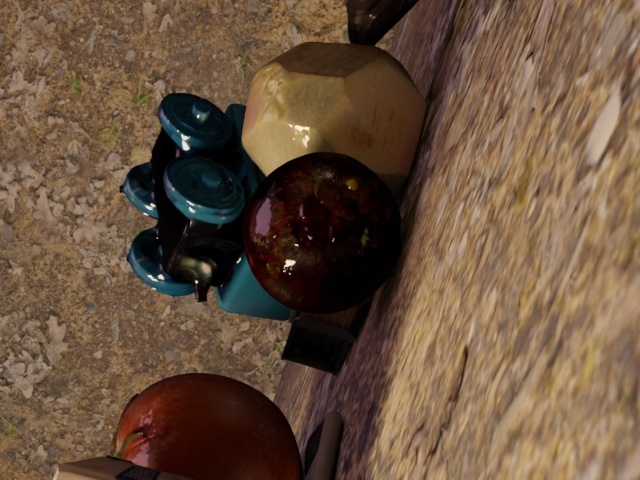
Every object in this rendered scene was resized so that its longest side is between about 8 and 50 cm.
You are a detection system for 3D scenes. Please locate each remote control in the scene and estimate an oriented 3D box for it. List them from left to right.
[{"bbox_3d":[-0.016,0.266,0.820,0.261,0.029,0.067,-74,3,-53],"label":"remote control"}]

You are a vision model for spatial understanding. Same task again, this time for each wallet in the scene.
[{"bbox_3d":[0.117,-0.330,1.072,0.229,0.049,0.182,-47,-6,-7],"label":"wallet"}]

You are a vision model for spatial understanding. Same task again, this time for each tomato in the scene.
[{"bbox_3d":[-0.143,0.297,1.104,0.265,0.264,0.265,-162,90,-88],"label":"tomato"}]

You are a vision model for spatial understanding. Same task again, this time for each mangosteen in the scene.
[{"bbox_3d":[-0.004,-0.003,0.917,0.184,0.172,0.173,-23,46,62],"label":"mangosteen"}]

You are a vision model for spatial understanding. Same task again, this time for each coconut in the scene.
[{"bbox_3d":[0.011,-0.127,1.083,0.197,0.237,0.237,-10,55,48],"label":"coconut"}]

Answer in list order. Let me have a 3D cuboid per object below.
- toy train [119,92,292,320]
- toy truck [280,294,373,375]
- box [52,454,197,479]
[{"bbox_3d":[-0.117,-0.045,1.205,0.188,0.265,0.300,-58,33,34],"label":"toy train"},{"bbox_3d":[0.007,0.090,1.084,0.192,0.083,0.092,108,179,-51],"label":"toy truck"},{"bbox_3d":[-0.123,0.244,0.780,0.343,0.200,0.065,124,161,-75],"label":"box"}]
